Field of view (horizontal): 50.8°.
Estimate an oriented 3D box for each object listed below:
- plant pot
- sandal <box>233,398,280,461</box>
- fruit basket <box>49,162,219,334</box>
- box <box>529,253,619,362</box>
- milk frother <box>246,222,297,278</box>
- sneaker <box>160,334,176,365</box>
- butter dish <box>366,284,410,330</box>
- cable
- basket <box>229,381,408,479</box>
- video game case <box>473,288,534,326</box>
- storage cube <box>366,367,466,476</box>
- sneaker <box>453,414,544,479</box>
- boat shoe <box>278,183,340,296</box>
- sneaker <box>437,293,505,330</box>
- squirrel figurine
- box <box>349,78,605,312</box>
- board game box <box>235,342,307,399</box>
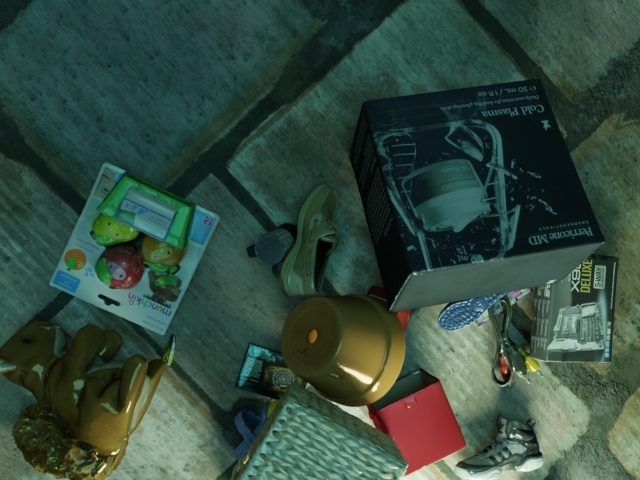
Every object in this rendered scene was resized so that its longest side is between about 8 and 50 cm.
[{"bbox_3d":[0.039,0.260,1.702,0.203,0.290,0.291,27,84,-46],"label":"plant pot"},{"bbox_3d":[-0.168,0.572,1.794,0.138,0.126,0.318,6,88,13],"label":"sandal"},{"bbox_3d":[-0.478,0.025,1.728,0.327,0.165,0.353,26,89,-7],"label":"fruit basket"},{"bbox_3d":[0.718,0.188,1.911,0.242,0.076,0.308,6,88,-24],"label":"box"},{"bbox_3d":[-0.110,0.043,1.793,0.129,0.134,0.143,-33,90,24],"label":"milk frother"},{"bbox_3d":[-0.406,0.291,1.797,0.035,0.031,0.083,11,87,-7],"label":"sneaker"},{"bbox_3d":[0.187,0.220,1.842,0.118,0.160,0.160,23,86,-30],"label":"butter dish"},{"bbox_3d":[0.519,0.294,1.914,0.139,0.072,0.287,-24,93,7],"label":"cable"},{"bbox_3d":[-0.010,0.526,1.564,0.331,0.328,0.267,28,85,2],"label":"basket"},{"bbox_3d":[0.486,0.097,1.925,0.232,0.042,0.210,-31,94,-7],"label":"video game case"},{"bbox_3d":[0.250,0.482,1.813,0.214,0.183,0.193,-23,93,-8],"label":"storage cube"},{"bbox_3d":[0.493,0.574,1.892,0.268,0.101,0.153,-6,89,-14],"label":"sneaker"},{"bbox_3d":[0.000,0.000,1.767,0.110,0.122,0.341,1,58,29],"label":"boat shoe"},{"bbox_3d":[0.423,0.162,1.861,0.232,0.090,0.081,-37,97,17],"label":"sneaker"},{"bbox_3d":[-0.628,0.388,1.647,0.370,0.281,0.397,20,85,0],"label":"squirrel figurine"},{"bbox_3d":[0.365,-0.113,1.710,0.479,0.297,0.472,-9,68,-9],"label":"box"},{"bbox_3d":[-0.125,0.365,1.839,0.186,0.026,0.126,19,86,-7],"label":"board game box"}]
